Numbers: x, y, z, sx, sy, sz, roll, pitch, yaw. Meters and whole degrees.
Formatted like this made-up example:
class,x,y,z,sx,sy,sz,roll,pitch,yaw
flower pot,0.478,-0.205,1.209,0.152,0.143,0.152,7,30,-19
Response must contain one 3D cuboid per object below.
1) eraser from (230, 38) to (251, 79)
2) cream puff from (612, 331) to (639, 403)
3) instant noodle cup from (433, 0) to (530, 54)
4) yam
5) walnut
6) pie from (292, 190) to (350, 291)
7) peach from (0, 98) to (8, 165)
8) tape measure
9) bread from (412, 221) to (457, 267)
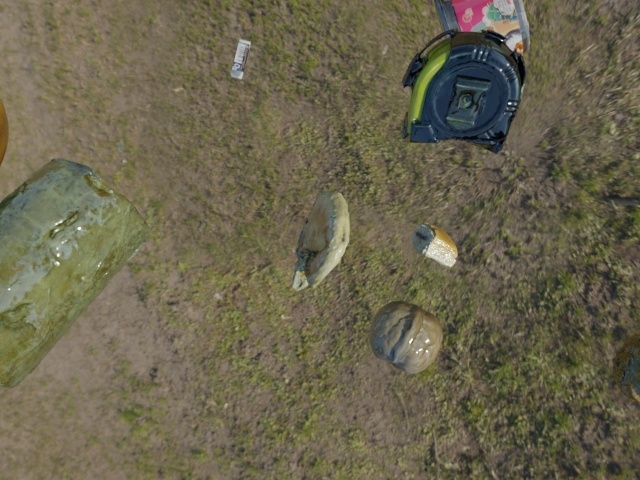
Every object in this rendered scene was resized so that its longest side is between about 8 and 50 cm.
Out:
class,x,y,z,sx,sy,sz,roll,pitch,yaw
eraser,-0.159,-0.362,0.956,0.027,0.019,0.100,11,73,-9
cream puff,0.654,0.252,0.942,0.165,0.115,0.150,-1,91,-9
instant noodle cup,0.399,-0.517,1.173,0.181,0.258,0.303,-17,55,20
yam,-0.408,0.045,0.672,0.195,0.300,0.195,27,152,16
walnut,0.291,0.326,1.639,0.248,0.248,0.249,4,101,21
pie,0.000,0.000,1.380,0.075,0.338,0.338,20,109,-16
peach,-0.313,-0.078,0.357,0.138,0.138,0.138,4,101,21
tape measure,0.234,-0.246,0.794,0.198,0.112,0.186,6,128,5
bread,0.313,0.009,1.305,0.106,0.125,0.082,21,106,-16
